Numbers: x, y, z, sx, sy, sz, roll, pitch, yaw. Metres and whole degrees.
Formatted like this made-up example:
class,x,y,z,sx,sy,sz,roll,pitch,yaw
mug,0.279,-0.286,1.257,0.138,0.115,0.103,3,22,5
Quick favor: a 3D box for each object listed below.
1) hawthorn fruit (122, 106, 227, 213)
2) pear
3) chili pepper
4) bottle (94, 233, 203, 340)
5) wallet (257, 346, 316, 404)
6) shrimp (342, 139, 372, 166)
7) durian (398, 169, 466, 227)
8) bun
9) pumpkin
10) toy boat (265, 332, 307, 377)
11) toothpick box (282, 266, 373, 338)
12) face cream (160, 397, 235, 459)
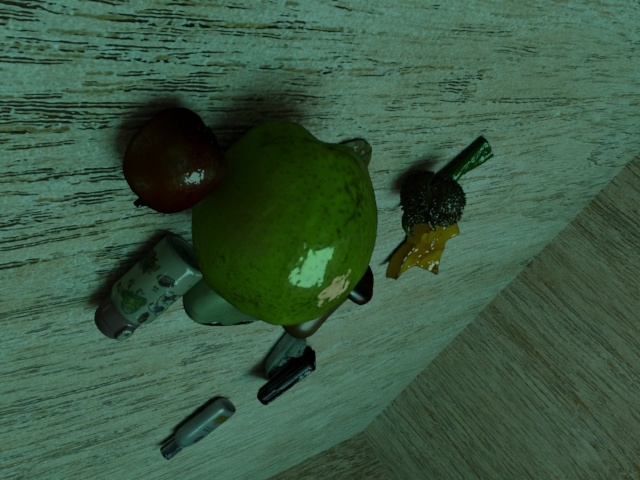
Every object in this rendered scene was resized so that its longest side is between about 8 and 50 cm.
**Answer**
class,x,y,z,sx,sy,sz,roll,pitch,yaw
hawthorn fruit,-0.253,-0.122,1.118,0.188,0.169,0.169,-38,156,9
pear,-0.060,-0.041,1.280,0.391,0.391,0.391,-30,155,-16
chili pepper,0.365,-0.161,1.975,0.359,0.076,0.085,-43,141,2
bottle,-0.368,0.109,1.415,0.253,0.120,0.120,-42,155,9
wallet,-0.114,0.481,2.394,0.221,0.071,0.262,-41,-179,4
shrimp,0.035,-0.155,1.584,0.217,0.051,0.150,-49,151,7
durian,0.309,-0.102,1.847,0.196,0.196,0.167,-28,125,-20
bun,-0.194,0.089,1.573,0.283,0.179,0.283,-13,160,-5
pumpkin,0.362,0.012,2.254,0.258,0.095,0.290,-9,140,-39
toy boat,-0.120,0.393,2.289,0.078,0.085,0.261,-10,145,-47
toothpick box,0.013,0.149,1.931,0.294,0.192,0.192,-37,156,15
face cream,-0.438,0.667,2.365,0.291,0.071,0.144,-37,156,0
